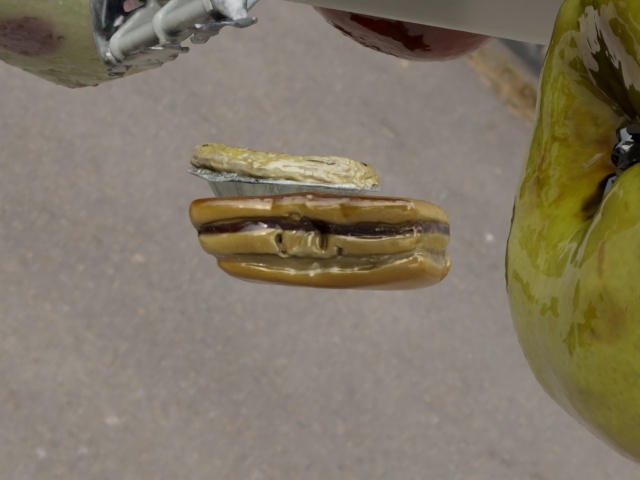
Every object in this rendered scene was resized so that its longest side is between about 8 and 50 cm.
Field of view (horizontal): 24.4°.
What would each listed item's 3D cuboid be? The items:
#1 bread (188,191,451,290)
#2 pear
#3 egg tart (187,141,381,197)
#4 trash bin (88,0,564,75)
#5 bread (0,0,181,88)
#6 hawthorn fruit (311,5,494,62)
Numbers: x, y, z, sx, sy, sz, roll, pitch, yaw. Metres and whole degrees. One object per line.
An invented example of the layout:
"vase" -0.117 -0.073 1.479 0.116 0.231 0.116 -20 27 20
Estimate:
"bread" 0.000 0.000 1.167 0.200 0.077 0.116 1 2 18
"pear" 0.236 -0.026 0.642 0.304 0.304 0.304 28 31 -19
"egg tart" -0.043 -0.061 1.744 0.234 0.094 0.234 5 5 0
"trash bin" 0.073 -0.205 0.781 0.367 0.256 0.296 11 82 -26
"bread" -0.290 -0.256 1.290 0.338 0.187 0.155 28 63 -45
"hawthorn fruit" 0.082 -0.232 1.140 0.215 0.215 0.250 21 28 -30
